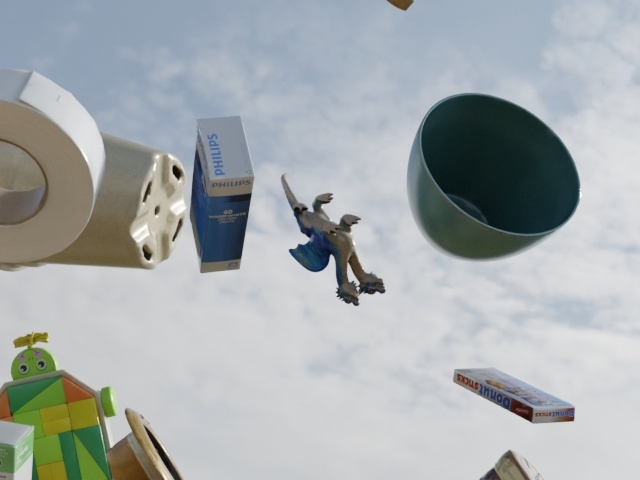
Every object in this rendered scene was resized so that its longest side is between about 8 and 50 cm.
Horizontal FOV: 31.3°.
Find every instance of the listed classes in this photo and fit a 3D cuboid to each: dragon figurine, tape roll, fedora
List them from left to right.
[{"bbox_3d":[-0.465,-0.109,1.689,0.286,0.100,0.286,1,-57,2],"label":"tape roll"},{"bbox_3d":[-0.252,0.335,1.638,0.079,0.194,0.194,-31,-28,-6],"label":"fedora"},{"bbox_3d":[0.000,0.000,2.004,0.289,0.085,0.144,36,-43,35],"label":"dragon figurine"}]

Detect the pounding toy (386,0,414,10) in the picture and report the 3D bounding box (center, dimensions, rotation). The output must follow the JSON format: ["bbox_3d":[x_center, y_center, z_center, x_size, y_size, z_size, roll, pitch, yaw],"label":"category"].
[{"bbox_3d":[0.123,-0.451,1.492,0.154,0.269,0.155,33,3,-11],"label":"pounding toy"}]

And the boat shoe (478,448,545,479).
[{"bbox_3d":[0.270,0.415,1.397,0.123,0.342,0.123,-39,-48,11],"label":"boat shoe"}]

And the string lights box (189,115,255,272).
[{"bbox_3d":[-0.170,-0.073,1.919,0.076,0.133,0.260,-5,-34,-14],"label":"string lights box"}]

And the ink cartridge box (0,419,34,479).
[{"bbox_3d":[-0.567,0.409,1.896,0.154,0.212,0.093,8,17,4],"label":"ink cartridge box"}]

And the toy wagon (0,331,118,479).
[{"bbox_3d":[-0.495,0.334,2.042,0.267,0.344,0.068,-12,-4,-3],"label":"toy wagon"}]

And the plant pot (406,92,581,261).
[{"bbox_3d":[0.264,-0.075,1.930,0.290,0.290,0.195,19,-39,-9],"label":"plant pot"}]

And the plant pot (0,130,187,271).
[{"bbox_3d":[-0.431,-0.080,2.151,0.305,0.334,0.334,10,-24,17],"label":"plant pot"}]

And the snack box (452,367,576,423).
[{"bbox_3d":[0.240,0.192,1.436,0.064,0.022,0.178,2,9,-26],"label":"snack box"}]
